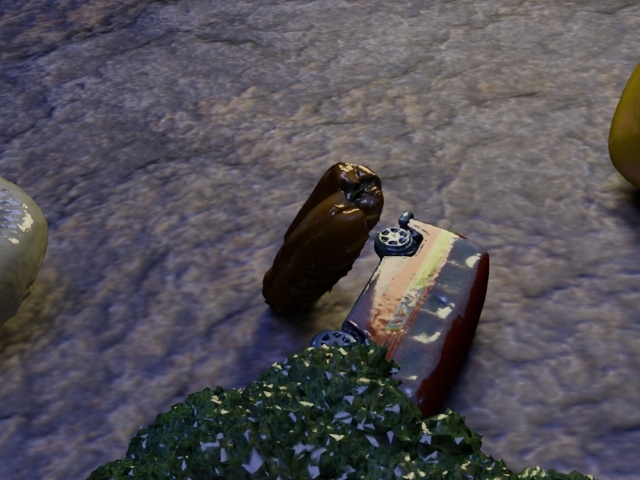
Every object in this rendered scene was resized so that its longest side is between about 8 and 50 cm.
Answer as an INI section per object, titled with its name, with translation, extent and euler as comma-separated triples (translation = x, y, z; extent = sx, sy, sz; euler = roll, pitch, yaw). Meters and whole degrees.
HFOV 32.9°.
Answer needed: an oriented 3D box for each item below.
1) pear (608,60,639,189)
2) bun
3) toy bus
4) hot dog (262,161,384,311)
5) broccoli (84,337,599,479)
[pear]
translation = 0.468, -0.137, 1.161
extent = 0.285, 0.285, 0.336
euler = -11, -5, -3
[bun]
translation = -0.426, 0.039, 1.163
extent = 0.259, 0.160, 0.259
euler = 3, 47, -4
[toy bus]
translation = 0.074, 0.095, 1.017
extent = 0.120, 0.121, 0.265
euler = 16, 41, 17
[hot dog]
translation = 0.000, 0.000, 1.074
extent = 0.072, 0.269, 0.115
euler = 21, 70, -6
[broccoli]
translation = 0.009, 0.245, 0.671
extent = 0.413, 0.321, 0.310
euler = -26, 27, 4
